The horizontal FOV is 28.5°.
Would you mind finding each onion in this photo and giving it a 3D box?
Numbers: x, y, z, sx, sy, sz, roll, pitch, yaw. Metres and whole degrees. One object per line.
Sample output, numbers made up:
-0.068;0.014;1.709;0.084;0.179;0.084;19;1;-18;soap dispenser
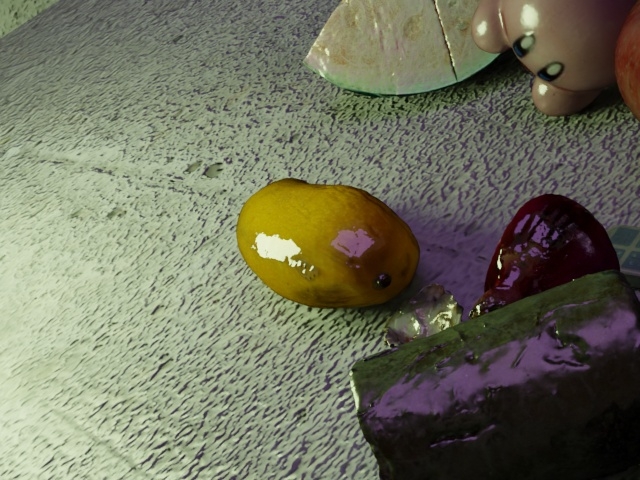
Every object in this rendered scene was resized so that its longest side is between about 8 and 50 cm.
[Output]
0.244;0.053;1.353;0.135;0.173;0.198;20;36;25;onion

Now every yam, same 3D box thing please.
0.197;0.155;1.231;0.300;0.195;0.195;-20;33;9;yam

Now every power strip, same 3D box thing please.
0.404;0.026;1.424;0.227;0.029;0.080;11;46;42;power strip

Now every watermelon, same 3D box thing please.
0.181;-0.356;1.985;0.292;0.319;0.222;28;15;7;watermelon

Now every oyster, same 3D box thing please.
0.126;0.111;1.462;0.103;0.051;0.148;-31;22;11;oyster

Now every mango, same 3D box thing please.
-0.004;0.001;1.627;0.187;0.144;0.359;-27;25;-27;mango

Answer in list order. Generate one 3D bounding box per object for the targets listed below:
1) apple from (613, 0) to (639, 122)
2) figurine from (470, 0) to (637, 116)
0.523;-0.221;1.508;0.345;0.269;0.345;-36;20;16;apple
0.367;-0.326;1.718;0.261;0.270;0.211;-44;4;-15;figurine
